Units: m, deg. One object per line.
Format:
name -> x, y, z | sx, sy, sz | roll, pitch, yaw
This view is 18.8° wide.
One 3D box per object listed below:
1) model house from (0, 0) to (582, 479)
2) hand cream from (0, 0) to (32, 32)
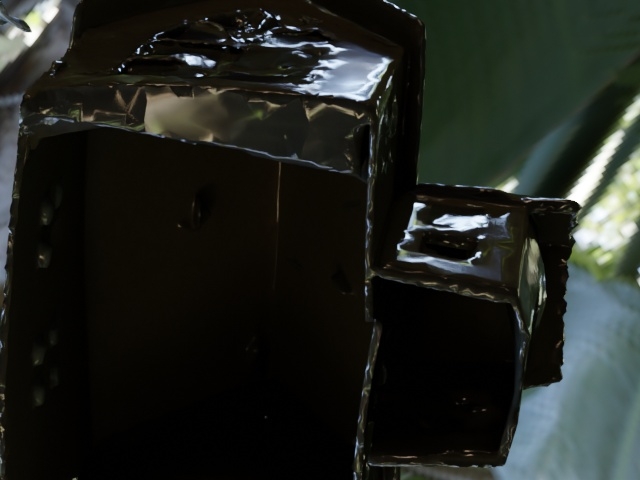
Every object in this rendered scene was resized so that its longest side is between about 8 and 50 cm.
model house -> 0.000, 0.000, 0.781 | 0.204, 0.211, 0.243 | 6, -159, 7
hand cream -> -0.336, -0.104, 1.090 | 0.121, 0.336, 0.076 | 2, -101, -79
